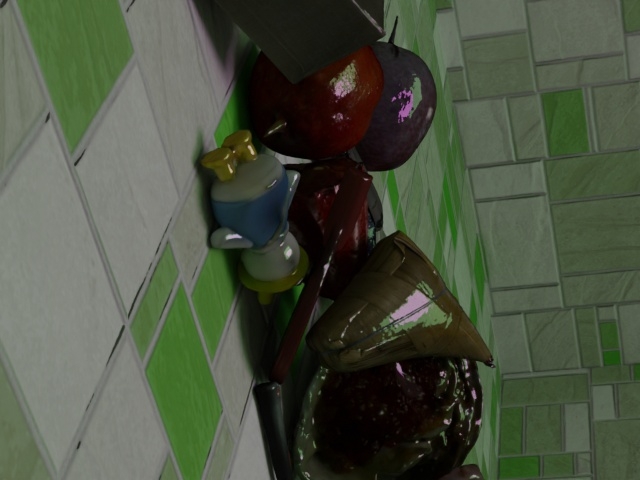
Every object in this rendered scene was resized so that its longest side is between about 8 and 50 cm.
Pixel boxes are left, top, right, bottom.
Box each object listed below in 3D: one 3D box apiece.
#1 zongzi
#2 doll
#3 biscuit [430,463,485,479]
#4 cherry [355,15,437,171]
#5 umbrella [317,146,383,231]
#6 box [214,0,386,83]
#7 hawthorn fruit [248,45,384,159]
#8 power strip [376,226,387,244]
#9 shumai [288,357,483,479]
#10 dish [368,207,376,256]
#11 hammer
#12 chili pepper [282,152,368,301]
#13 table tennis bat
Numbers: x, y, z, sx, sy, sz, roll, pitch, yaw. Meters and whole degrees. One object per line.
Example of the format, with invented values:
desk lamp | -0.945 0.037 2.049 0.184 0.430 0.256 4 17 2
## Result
zongzi | 0.116 0.147 1.824 0.256 0.115 0.228 52 56 -17
doll | -0.075 -0.019 1.640 0.135 0.098 0.241 -79 162 -48
biscuit | 0.121 0.501 1.915 0.268 0.115 0.366 -19 136 -40
cherry | 0.113 -0.246 2.349 0.213 0.183 0.266 30 70 -63
umbrella | 0.045 -0.110 2.243 0.337 0.067 0.073 59 14 -60
box | -0.042 -0.342 1.661 0.231 0.155 0.149 43 35 -35
hawthorn fruit | -0.015 -0.201 1.811 0.251 0.189 0.190 -56 139 -57
power strip | 0.106 0.059 2.496 0.081 0.035 0.192 55 32 -65
shumai | 0.059 0.218 1.942 0.288 0.292 0.330 13 64 -39
dish | 0.031 0.003 2.106 0.243 0.080 0.182 63 25 -61
hammer | -0.046 0.320 1.751 0.111 0.033 0.288 -56 138 -71
chili pepper | 0.000 0.000 1.873 0.136 0.144 0.253 41 -31 49
table tennis bat | -0.002 0.050 1.739 0.200 0.038 0.310 -71 -178 -73
